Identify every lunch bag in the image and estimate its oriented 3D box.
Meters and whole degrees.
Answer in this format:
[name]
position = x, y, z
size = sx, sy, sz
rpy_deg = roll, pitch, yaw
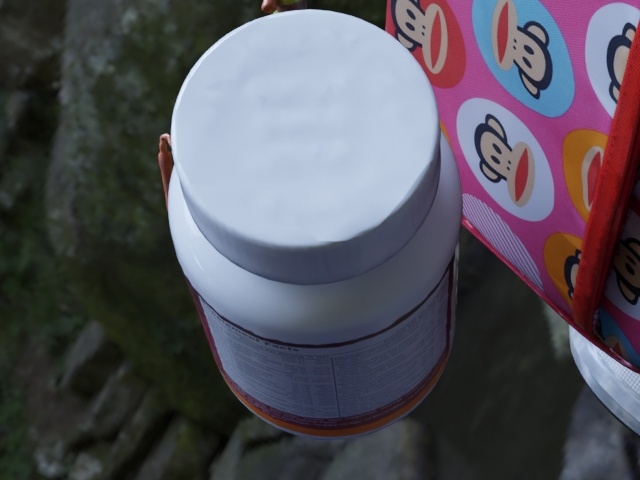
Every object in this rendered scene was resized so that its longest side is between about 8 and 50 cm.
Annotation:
[lunch bag]
position = 0.145, -0.078, 0.706
size = 0.120, 0.258, 0.293
rpy_deg = -31, -31, -22

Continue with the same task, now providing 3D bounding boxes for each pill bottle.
[pill bottle]
position = 0.000, 0.000, 0.698
size = 0.221, 0.121, 0.121
rpy_deg = 82, -148, -66

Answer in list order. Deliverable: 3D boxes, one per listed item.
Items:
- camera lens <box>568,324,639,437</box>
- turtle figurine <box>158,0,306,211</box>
[camera lens]
position = 0.341, 0.030, 1.275
size = 0.219, 0.219, 0.274
rpy_deg = -72, 8, -60
[turtle figurine]
position = -0.041, -0.077, 1.198
size = 0.269, 0.087, 0.217
rpy_deg = -64, 32, 32
